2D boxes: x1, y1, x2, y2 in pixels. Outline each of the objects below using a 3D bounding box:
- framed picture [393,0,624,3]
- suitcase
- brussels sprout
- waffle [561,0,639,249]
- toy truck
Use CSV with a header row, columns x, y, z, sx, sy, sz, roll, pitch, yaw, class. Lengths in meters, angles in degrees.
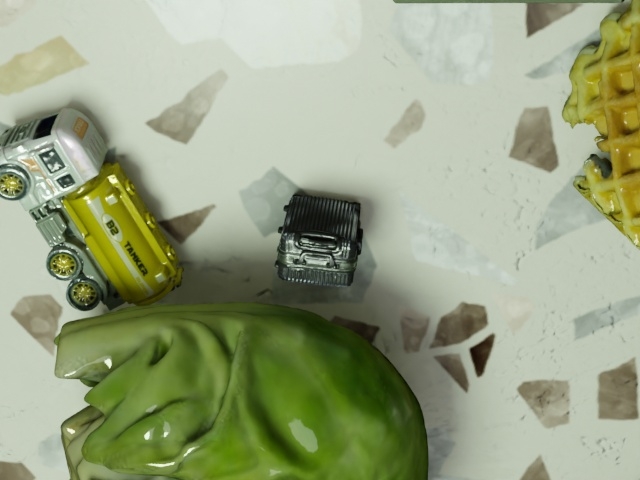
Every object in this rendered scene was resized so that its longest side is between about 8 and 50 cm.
x,y,z,sx,sy,sz,roll,pitch,yaw,class
0.126,-0.358,1.201,0.247,0.022,0.335,7,131,36,framed picture
0.000,0.000,1.420,0.086,0.126,0.059,6,115,2,suitcase
-0.070,0.242,1.442,0.361,0.342,0.425,-17,120,-17,brussels sprout
0.325,-0.111,1.289,0.056,0.261,0.250,-2,129,-34,waffle
-0.240,-0.029,1.446,0.114,0.098,0.227,-25,114,12,toy truck
